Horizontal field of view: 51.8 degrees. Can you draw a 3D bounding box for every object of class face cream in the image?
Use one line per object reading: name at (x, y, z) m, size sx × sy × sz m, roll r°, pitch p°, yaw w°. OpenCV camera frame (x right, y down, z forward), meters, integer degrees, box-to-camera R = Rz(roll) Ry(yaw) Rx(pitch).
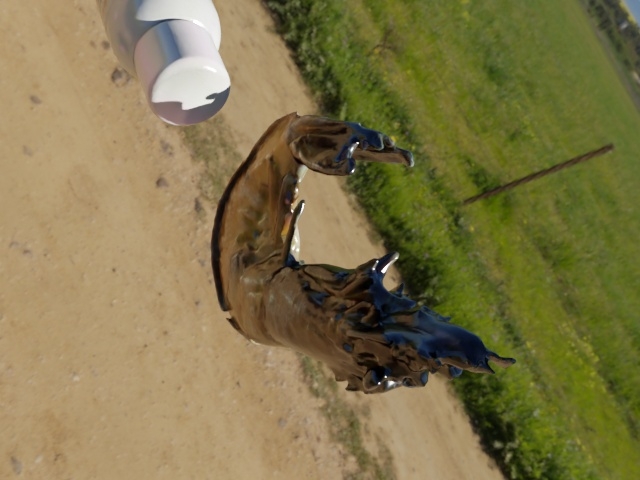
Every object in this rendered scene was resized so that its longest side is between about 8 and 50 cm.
face cream at (-0.131, -0.193, 0.498) m, size 0.082 × 0.082 × 0.269 m, roll 18°, pitch 38°, yaw -49°

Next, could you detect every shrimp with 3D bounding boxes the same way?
shrimp at (0.007, 0.000, 0.451) m, size 0.075 × 0.289 × 0.178 m, roll -1°, pitch 96°, yaw -31°
